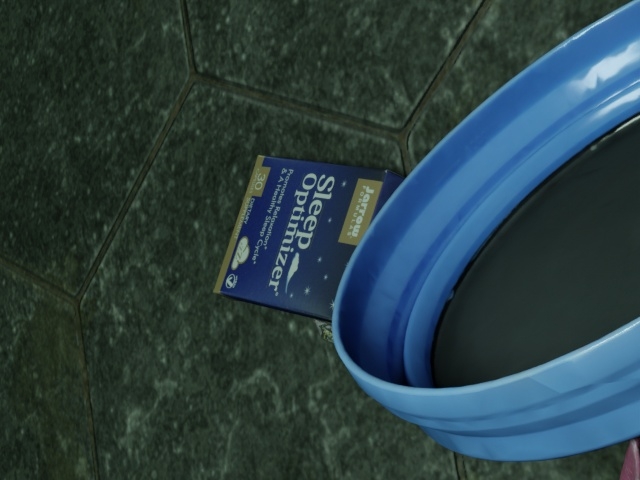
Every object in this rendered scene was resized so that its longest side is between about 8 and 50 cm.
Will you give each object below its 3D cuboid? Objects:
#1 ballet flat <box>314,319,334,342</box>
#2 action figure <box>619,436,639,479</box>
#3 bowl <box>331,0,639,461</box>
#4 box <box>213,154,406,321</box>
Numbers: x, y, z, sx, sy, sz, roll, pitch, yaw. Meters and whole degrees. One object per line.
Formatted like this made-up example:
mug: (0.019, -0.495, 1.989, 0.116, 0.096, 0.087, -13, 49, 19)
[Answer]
ballet flat: (0.038, 0.084, 1.307, 0.114, 0.041, 0.041, 21, 104, 51)
action figure: (0.226, 0.163, 0.938, 0.370, 0.248, 0.276, 116, 177, -62)
bowl: (0.185, -0.026, 0.905, 0.391, 0.077, 0.391, -34, 21, 15)
box: (0.000, 0.000, 1.327, 0.225, 0.036, 0.136, 10, 80, 50)
